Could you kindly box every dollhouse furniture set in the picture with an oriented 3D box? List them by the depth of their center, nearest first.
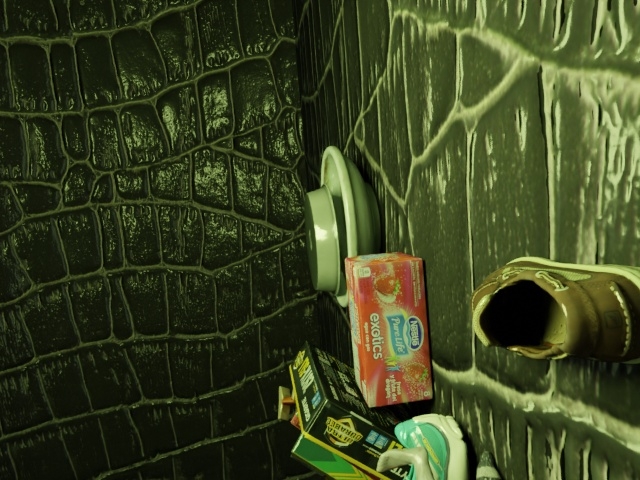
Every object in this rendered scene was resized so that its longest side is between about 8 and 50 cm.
[{"bbox_3d":[0.049,0.483,1.333,0.259,0.261,0.135,35,-133,-45],"label":"dollhouse furniture set"}]

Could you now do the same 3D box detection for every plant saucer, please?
[{"bbox_3d":[0.078,-0.038,1.197,0.400,0.100,0.401,174,90,-83],"label":"plant saucer"}]

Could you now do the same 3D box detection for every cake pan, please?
[{"bbox_3d":[0.000,0.000,1.238,0.293,0.054,0.294,175,90,-83],"label":"cake pan"}]

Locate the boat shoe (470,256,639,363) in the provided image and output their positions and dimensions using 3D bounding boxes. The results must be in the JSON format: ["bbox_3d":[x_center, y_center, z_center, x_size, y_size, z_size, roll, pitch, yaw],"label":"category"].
[{"bbox_3d":[0.181,0.060,0.431,0.257,0.095,0.095,119,145,-78],"label":"boat shoe"}]

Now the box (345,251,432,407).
[{"bbox_3d":[0.122,0.156,0.882,0.128,0.122,0.257,-150,54,-83],"label":"box"}]

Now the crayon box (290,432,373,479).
[{"bbox_3d":[0.073,0.640,1.318,0.081,0.318,0.202,-57,-11,-26],"label":"crayon box"}]

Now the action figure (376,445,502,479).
[{"bbox_3d":[0.171,0.322,0.462,0.342,0.178,0.330,65,172,-15],"label":"action figure"}]

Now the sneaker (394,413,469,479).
[{"bbox_3d":[0.168,0.401,0.728,0.107,0.109,0.276,-5,-89,-85],"label":"sneaker"}]

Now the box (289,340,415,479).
[{"bbox_3d":[0.074,0.329,0.922,0.079,0.257,0.322,-57,10,0],"label":"box"}]

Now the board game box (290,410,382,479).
[{"bbox_3d":[0.077,0.392,0.898,0.027,0.281,0.145,-58,-7,1],"label":"board game box"}]
